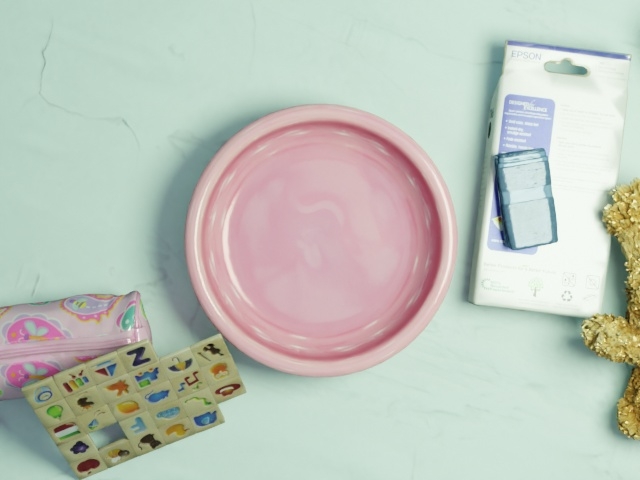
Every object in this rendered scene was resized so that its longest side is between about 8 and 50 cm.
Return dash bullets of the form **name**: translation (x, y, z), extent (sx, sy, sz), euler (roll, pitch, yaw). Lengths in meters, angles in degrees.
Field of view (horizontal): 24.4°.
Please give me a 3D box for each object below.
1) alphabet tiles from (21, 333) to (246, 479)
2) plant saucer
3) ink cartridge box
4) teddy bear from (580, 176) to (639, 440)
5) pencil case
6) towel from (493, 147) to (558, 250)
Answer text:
- **alphabet tiles**: translation (-0.214, 0.191, 1.784), extent (0.237, 0.198, 0.009), euler (-22, 47, -3)
- **plant saucer**: translation (0.000, 0.000, 1.825), extent (0.332, 0.084, 0.332), euler (0, 90, -2)
- **ink cartridge box**: translation (0.285, -0.075, 1.847), extent (0.165, 0.065, 0.333), euler (8, 92, -2)
- **teddy bear**: translation (0.437, 0.082, 1.811), extent (0.245, 0.113, 0.338), euler (14, 84, -29)
- **pencil case**: translation (-0.346, 0.133, 1.792), extent (0.284, 0.124, 0.124), euler (-6, 91, -3)
- **towel**: translation (0.250, -0.050, 1.800), extent (0.067, 0.029, 0.119), euler (-8, 91, -3)
